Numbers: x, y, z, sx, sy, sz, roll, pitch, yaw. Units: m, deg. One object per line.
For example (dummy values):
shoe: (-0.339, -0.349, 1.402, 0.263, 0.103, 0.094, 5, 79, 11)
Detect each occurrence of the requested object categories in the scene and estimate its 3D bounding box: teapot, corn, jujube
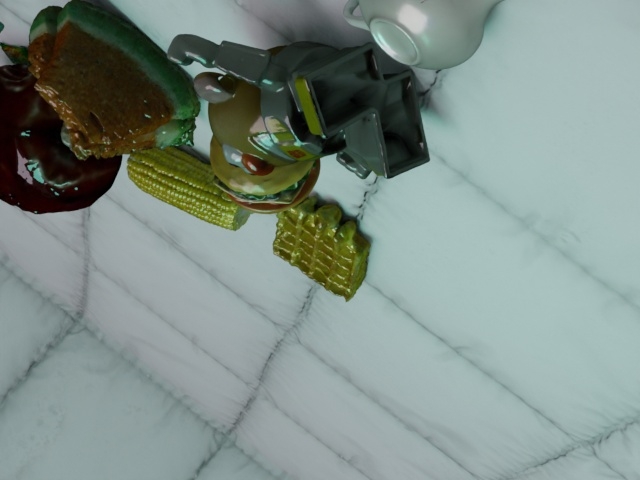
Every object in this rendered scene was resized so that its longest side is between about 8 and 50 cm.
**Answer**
teapot: (0.096, -0.241, 1.367, 0.226, 0.092, 0.145, 18, 150, 48)
corn: (-0.215, -0.092, 2.138, 0.244, 0.093, 0.093, 26, 155, 28)
jujube: (-0.505, -0.178, 2.245, 0.377, 0.258, 0.258, 13, 147, 40)

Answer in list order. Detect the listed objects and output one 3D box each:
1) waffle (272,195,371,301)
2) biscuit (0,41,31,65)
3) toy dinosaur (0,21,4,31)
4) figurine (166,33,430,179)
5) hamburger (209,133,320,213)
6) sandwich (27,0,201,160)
waffle: (0.000, 0.000, 2.027, 0.160, 0.055, 0.211, 33, 158, 12)
biscuit: (-0.532, -0.326, 2.275, 0.089, 0.016, 0.046, 15, 148, 46)
toy dinosaur: (-0.587, -0.496, 1.944, 0.331, 0.129, 0.383, 42, 159, 15)
figurine: (-0.027, -0.162, 1.601, 0.285, 0.167, 0.342, 8, 143, 46)
hamburger: (-0.076, -0.114, 1.794, 0.162, 0.162, 0.115, 28, 157, 24)
sandwich: (-0.321, -0.233, 1.906, 0.292, 0.212, 0.109, 53, 142, -2)
